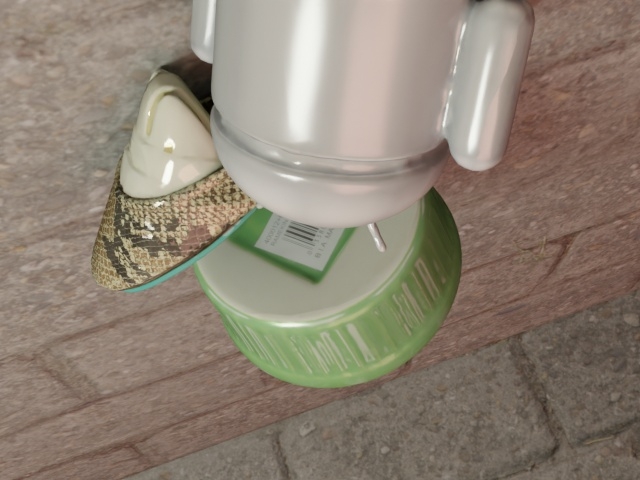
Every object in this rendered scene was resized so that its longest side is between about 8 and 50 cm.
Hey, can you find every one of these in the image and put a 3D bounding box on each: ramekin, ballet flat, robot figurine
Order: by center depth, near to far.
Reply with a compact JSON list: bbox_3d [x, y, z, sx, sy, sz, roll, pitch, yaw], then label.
[{"bbox_3d":[0.017,-0.158,0.683,0.199,0.299,0.354,-30,137,-44],"label":"robot figurine"},{"bbox_3d":[-0.057,-0.132,0.873,0.482,0.164,0.182,-29,135,3],"label":"ballet flat"},{"bbox_3d":[0.000,0.000,1.002,0.303,0.304,0.148,-24,150,4],"label":"ramekin"}]
